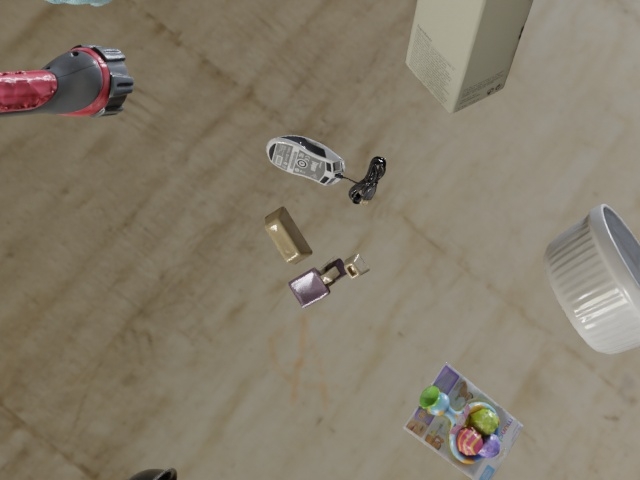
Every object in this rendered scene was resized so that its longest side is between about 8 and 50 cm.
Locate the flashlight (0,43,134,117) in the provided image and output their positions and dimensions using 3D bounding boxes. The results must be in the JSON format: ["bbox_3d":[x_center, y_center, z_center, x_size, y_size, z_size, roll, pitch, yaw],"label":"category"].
[{"bbox_3d":[-0.374,-0.197,1.176,0.304,0.103,0.103,-20,-57,-58],"label":"flashlight"}]

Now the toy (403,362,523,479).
[{"bbox_3d":[0.267,0.333,1.623,0.137,0.237,0.056,-55,25,-10],"label":"toy"}]

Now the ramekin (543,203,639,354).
[{"bbox_3d":[0.405,0.063,1.307,0.109,0.207,0.207,-33,7,24],"label":"ramekin"}]

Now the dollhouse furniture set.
[{"bbox_3d":[0.000,0.000,1.073,0.091,0.114,0.081,-31,2,28],"label":"dollhouse furniture set"}]

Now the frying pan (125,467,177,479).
[{"bbox_3d":[-0.246,0.388,1.020,0.326,0.053,0.197,-65,-10,13],"label":"frying pan"}]

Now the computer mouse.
[{"bbox_3d":[0.007,-0.127,1.497,0.106,0.193,0.042,112,-178,-51],"label":"computer mouse"}]

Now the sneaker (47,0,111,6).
[{"bbox_3d":[-0.417,-0.445,1.502,0.150,0.135,0.366,-44,-11,14],"label":"sneaker"}]

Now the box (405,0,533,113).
[{"bbox_3d":[0.183,-0.288,1.096,0.094,0.113,0.275,-27,-25,-20],"label":"box"}]
